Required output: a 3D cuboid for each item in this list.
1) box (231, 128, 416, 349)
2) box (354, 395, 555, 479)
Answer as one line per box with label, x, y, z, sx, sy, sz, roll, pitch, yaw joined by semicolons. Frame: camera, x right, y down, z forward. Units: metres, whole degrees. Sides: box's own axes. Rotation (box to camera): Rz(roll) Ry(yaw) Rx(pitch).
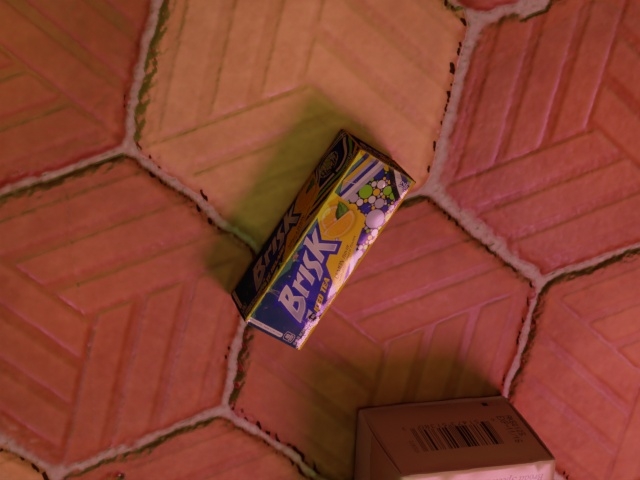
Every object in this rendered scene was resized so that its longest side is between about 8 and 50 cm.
box;0.000;0.000;1.207;0.059;0.054;0.169;29;101;-25
box;0.107;0.305;1.328;0.148;0.121;0.311;-5;113;-15
